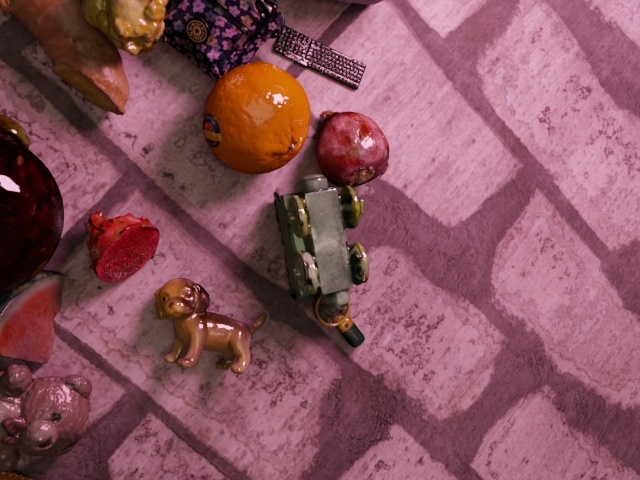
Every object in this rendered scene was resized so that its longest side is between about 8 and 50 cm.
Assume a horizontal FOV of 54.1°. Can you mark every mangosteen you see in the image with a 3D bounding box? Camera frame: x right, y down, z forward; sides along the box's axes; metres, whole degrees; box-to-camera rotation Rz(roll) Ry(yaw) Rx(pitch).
[{"bbox_3d":[-0.596,-0.067,1.083,0.305,0.360,0.306,-2,124,-3],"label":"mangosteen"}]

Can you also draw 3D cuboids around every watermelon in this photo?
[{"bbox_3d":[-0.554,0.146,1.158,0.136,0.207,0.202,-39,123,16],"label":"watermelon"}]

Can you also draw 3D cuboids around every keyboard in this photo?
[{"bbox_3d":[0.000,-0.395,1.358,0.204,0.013,0.061,21,87,-17],"label":"keyboard"}]

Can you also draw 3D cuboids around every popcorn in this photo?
[{"bbox_3d":[-0.330,-0.410,1.104,0.142,0.173,0.174,20,87,-44],"label":"popcorn"}]

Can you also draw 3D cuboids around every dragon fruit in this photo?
[{"bbox_3d":[-0.400,-0.004,1.225,0.153,0.153,0.111,-42,71,-10],"label":"dragon fruit"}]

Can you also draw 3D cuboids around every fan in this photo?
[{"bbox_3d":[0.043,0.176,1.397,0.082,0.039,0.155,-39,105,-11],"label":"fan"}]

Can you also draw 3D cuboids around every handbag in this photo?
[{"bbox_3d":[-0.199,-0.434,1.204,0.228,0.127,0.207,42,122,-13],"label":"handbag"}]

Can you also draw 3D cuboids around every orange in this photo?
[{"bbox_3d":[-0.123,-0.237,1.232,0.219,0.193,0.220,-23,121,-44],"label":"orange"}]

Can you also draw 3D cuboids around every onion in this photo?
[{"bbox_3d":[0.055,-0.208,1.328,0.159,0.159,0.195,-20,67,-15],"label":"onion"}]

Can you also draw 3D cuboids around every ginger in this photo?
[{"bbox_3d":[-0.463,-0.392,1.164,0.189,0.126,0.354,-30,105,-23],"label":"ginger"}]

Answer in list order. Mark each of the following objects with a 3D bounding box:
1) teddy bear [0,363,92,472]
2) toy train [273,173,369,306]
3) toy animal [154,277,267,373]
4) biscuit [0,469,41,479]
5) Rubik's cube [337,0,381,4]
[{"bbox_3d":[-0.570,0.326,1.165,0.267,0.151,0.236,18,109,-15],"label":"teddy bear"},{"bbox_3d":[0.000,0.000,1.296,0.158,0.188,0.272,-11,95,-16],"label":"toy train"},{"bbox_3d":[-0.239,0.183,1.276,0.233,0.121,0.169,26,75,-20],"label":"toy animal"},{"bbox_3d":[-0.588,0.590,1.247,0.232,0.013,0.237,26,87,-17],"label":"biscuit"},{"bbox_3d":[0.034,-0.672,1.174,0.351,0.347,0.353,7,92,-17],"label":"Rubik's cube"}]
